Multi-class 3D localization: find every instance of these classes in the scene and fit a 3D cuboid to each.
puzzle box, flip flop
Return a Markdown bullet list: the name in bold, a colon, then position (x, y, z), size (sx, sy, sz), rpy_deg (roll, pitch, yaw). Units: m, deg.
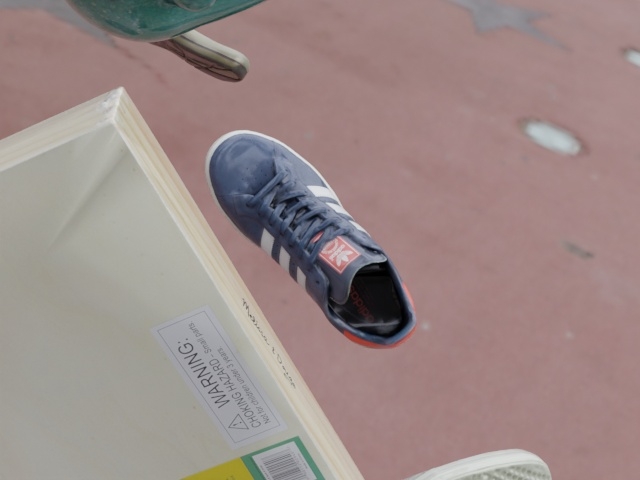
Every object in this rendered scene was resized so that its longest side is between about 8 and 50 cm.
- **puzzle box**: position (-0.146, 0.127, 0.920), size (0.052, 0.272, 0.409), rpy_deg (-91, 156, -59)
- **flip flop**: position (-0.210, -0.303, 1.886), size (0.277, 0.080, 0.112), rpy_deg (28, -5, 0)

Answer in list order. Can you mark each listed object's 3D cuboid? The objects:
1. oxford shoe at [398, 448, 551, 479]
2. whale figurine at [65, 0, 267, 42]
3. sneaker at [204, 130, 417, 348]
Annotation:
- **oxford shoe**: position (0.081, 0.357, 1.739), size (0.449, 0.169, 0.130), rpy_deg (-21, 26, -20)
- **whale figurine**: position (-0.078, -0.223, 1.104), size (0.272, 0.141, 0.216), rpy_deg (4, 39, 2)
- **sneaker**: position (0.000, 0.000, 1.779), size (0.350, 0.131, 0.148), rpy_deg (45, -5, -13)
